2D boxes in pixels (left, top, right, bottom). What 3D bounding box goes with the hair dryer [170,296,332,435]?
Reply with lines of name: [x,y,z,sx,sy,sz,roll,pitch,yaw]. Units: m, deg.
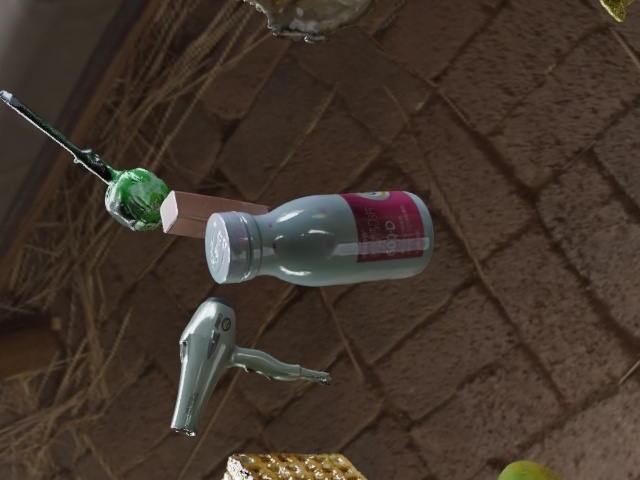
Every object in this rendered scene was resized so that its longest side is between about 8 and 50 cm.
hair dryer: [-0.135,0.248,1.480,0.267,0.229,0.092,35,152,-4]

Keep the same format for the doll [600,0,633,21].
doll: [0.382,-0.339,0.859,0.138,0.119,0.293,40,116,-17]

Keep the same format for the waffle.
waffle: [-0.041,0.543,1.928,0.213,0.308,0.091,31,108,56]

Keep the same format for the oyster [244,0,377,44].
oyster: [-0.070,-0.262,0.726,0.128,0.345,0.079,-28,59,36]

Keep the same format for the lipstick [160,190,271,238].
lipstick: [-0.132,-0.027,1.162,0.045,0.145,0.045,-47,47,41]

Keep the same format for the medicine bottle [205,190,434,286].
medicine bottle: [0.000,0.000,0.874,0.090,0.216,0.090,16,108,62]

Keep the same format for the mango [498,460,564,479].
mango: [0.340,0.413,1.381,0.137,0.237,0.091,27,100,7]

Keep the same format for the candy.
candy: [-0.366,-0.132,1.374,0.323,0.097,0.097,38,116,1]
